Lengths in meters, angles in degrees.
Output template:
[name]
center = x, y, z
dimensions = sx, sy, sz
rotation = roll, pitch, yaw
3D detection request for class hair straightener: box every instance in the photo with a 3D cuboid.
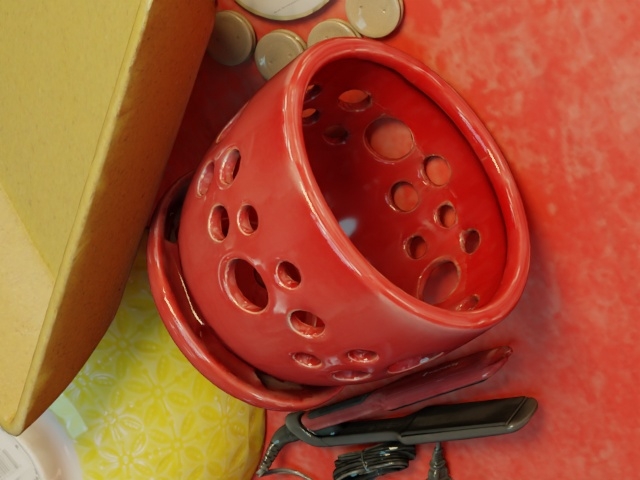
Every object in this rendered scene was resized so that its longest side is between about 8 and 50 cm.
[hair straightener]
center = 0.050, 0.143, 0.995
dimensions = 0.230, 0.047, 0.089
rotation = -23, 102, 33

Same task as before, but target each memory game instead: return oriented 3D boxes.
[memory game]
center = -0.027, -0.185, 0.898
dimensions = 0.186, 0.012, 0.186
rotation = 11, 118, 22

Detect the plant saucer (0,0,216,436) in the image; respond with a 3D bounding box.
[plant saucer]
center = -0.178, -0.108, 0.900
dimensions = 0.332, 0.081, 0.332
rotation = 54, 134, 38

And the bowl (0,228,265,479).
[bowl]
center = -0.202, 0.132, 1.051
dimensions = 0.290, 0.156, 0.289
rotation = 11, 118, 22

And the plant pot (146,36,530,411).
[plant pot]
center = 0.000, 0.000, 0.867
dimensions = 0.174, 0.191, 0.191
rotation = -33, 96, 37
